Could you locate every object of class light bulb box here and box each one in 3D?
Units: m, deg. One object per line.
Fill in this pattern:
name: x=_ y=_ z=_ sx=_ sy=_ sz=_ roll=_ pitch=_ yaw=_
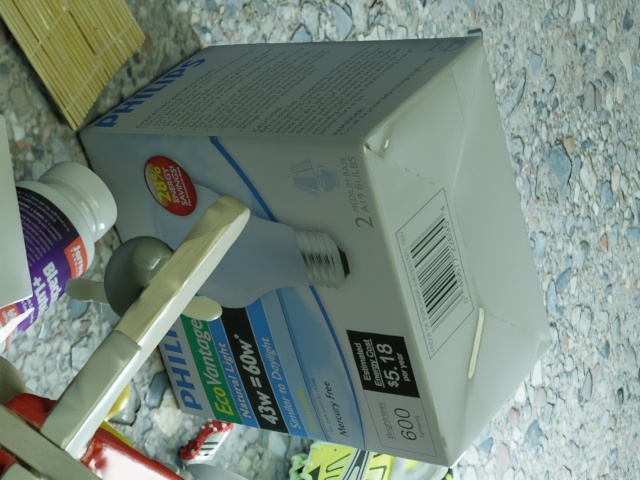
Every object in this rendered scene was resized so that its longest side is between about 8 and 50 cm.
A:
light bulb box: x=0.000 y=0.000 z=1.389 sx=0.225 sy=0.361 sz=0.358 roll=-41 pitch=124 yaw=-42

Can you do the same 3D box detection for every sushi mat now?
sushi mat: x=-0.271 y=-0.272 z=1.286 sx=0.151 sy=0.019 sz=0.316 roll=-58 pitch=135 yaw=-36

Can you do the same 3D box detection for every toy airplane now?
toy airplane: x=-0.216 y=0.166 z=1.047 sx=0.386 sy=0.272 sz=0.384 roll=-23 pitch=136 yaw=-51

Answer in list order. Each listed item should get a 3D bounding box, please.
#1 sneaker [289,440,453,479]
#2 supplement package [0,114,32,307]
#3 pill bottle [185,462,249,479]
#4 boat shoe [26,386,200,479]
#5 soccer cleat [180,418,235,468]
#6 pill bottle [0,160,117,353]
sneaker: x=-0.006 y=0.328 z=1.626 sx=0.385 sy=0.145 sz=0.147 roll=-34 pitch=88 yaw=-44
supplement package: x=-0.364 y=-0.007 z=1.035 sx=0.194 sy=0.203 sz=0.149 roll=-22 pitch=110 yaw=-50
pill bottle: x=-0.138 y=0.349 z=1.431 sx=0.121 sy=0.121 sz=0.216 roll=49 pitch=52 yaw=-43
boat shoe: x=-0.257 y=0.211 z=1.271 sx=0.367 sy=0.136 sz=0.156 roll=-1 pitch=90 yaw=-43
soccer cleat: x=-0.124 y=0.225 z=1.520 sx=0.083 sy=0.029 sz=0.035 roll=-40 pitch=132 yaw=-40
pill bottle: x=-0.273 y=0.014 z=1.236 sx=0.193 sy=0.108 sz=0.108 roll=-49 pitch=129 yaw=-39
